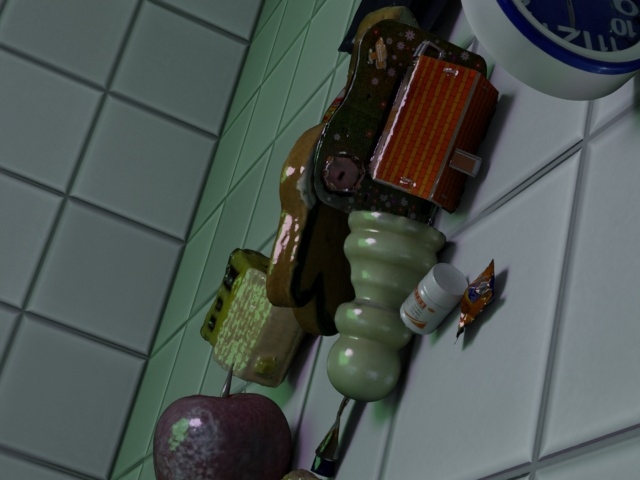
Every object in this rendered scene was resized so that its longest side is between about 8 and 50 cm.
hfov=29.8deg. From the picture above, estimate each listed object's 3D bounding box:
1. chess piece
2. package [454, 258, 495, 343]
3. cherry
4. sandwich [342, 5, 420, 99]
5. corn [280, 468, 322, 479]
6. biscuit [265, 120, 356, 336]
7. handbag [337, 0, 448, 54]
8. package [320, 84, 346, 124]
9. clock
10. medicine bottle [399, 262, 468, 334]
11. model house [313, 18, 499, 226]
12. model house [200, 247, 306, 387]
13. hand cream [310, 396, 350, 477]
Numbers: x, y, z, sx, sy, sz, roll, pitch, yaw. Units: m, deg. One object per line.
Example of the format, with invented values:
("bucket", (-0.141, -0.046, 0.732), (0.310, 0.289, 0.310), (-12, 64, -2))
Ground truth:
("chess piece", (0.076, 0.098, 1.665), (0.144, 0.144, 0.251), (165, 121, -72))
("package", (0.189, 0.074, 1.485), (0.111, 0.033, 0.077), (122, 154, -48))
("cherry", (-0.158, 0.339, 1.941), (0.213, 0.236, 0.285), (-2, 77, 59))
("sandwich", (0.115, -0.222, 1.899), (0.087, 0.226, 0.251), (-3, 57, 24))
("corn", (-0.083, 0.482, 1.749), (0.320, 0.097, 0.097), (-66, 15, 3))
("biscuit", (0.002, 0.000, 1.829), (0.287, 0.057, 0.344), (-47, -42, -53))
("handbag", (0.154, -0.423, 2.178), (0.269, 0.118, 0.325), (-63, 13, -8))
("package", (0.043, -0.144, 2.192), (0.223, 0.108, 0.288), (-119, 45, -65))
("clock", (0.266, -0.266, 1.313), (0.083, 0.230, 0.230), (-45, 27, 56))
("medicine bottle", (0.148, 0.077, 1.577), (0.089, 0.057, 0.057), (-54, 20, 40))
("model house", (0.133, -0.161, 1.692), (0.294, 0.207, 0.154), (-69, 18, -2))
("model house", (-0.090, 0.148, 2.157), (0.193, 0.175, 0.234), (-65, 25, 6))
("hand cream", (0.031, 0.267, 1.760), (0.062, 0.039, 0.163), (92, -159, -86))
